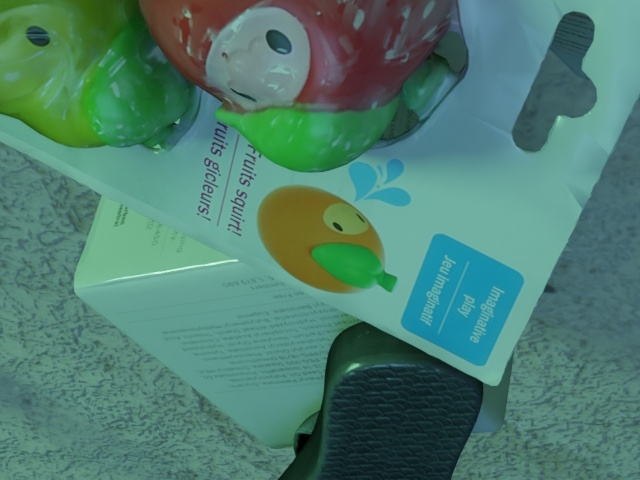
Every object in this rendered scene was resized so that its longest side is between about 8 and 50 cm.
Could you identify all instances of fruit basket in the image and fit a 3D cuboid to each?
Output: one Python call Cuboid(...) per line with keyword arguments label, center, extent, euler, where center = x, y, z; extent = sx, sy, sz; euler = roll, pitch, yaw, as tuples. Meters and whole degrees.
Cuboid(label="fruit basket", center=(-0.058, -0.113, 0.502), extent=(0.353, 0.165, 0.327), euler=(31, 138, 12))

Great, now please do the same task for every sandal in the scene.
Cuboid(label="sandal", center=(0.025, 0.111, 0.750), extent=(0.097, 0.054, 0.254), euler=(11, 141, -11))

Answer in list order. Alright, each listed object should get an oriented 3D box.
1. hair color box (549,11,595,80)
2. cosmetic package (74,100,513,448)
Cuboid(label="hair color box", center=(0.098, -0.122, 0.591), extent=(0.167, 0.053, 0.093), euler=(35, 179, -34))
Cuboid(label="cosmetic package", center=(0.000, 0.000, 0.765), extent=(0.151, 0.151, 0.184), euler=(-9, 142, 32))
